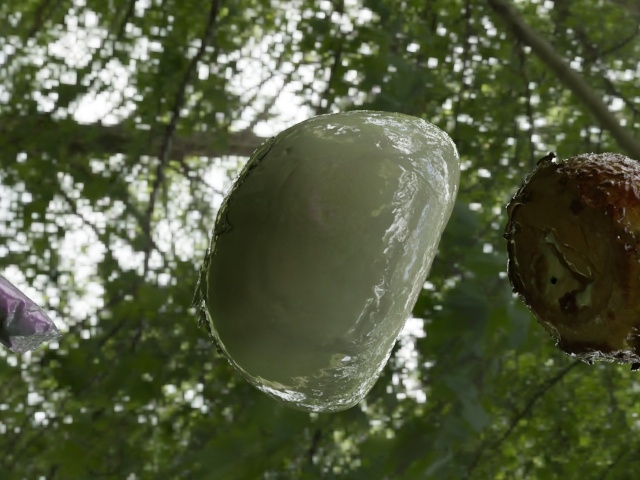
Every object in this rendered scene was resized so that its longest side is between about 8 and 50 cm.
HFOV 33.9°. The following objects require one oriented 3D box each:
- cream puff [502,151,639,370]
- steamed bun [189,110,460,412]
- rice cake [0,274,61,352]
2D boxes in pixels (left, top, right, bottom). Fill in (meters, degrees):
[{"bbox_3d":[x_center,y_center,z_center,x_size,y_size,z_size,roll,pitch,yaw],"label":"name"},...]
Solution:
[{"bbox_3d":[0.434,0.028,1.559,0.350,0.229,0.350,32,-50,49],"label":"cream puff"},{"bbox_3d":[0.000,0.000,1.132,0.312,0.233,0.334,109,2,-55],"label":"steamed bun"},{"bbox_3d":[-0.339,0.008,0.903,0.049,0.270,0.055,-50,-178,6],"label":"rice cake"}]
